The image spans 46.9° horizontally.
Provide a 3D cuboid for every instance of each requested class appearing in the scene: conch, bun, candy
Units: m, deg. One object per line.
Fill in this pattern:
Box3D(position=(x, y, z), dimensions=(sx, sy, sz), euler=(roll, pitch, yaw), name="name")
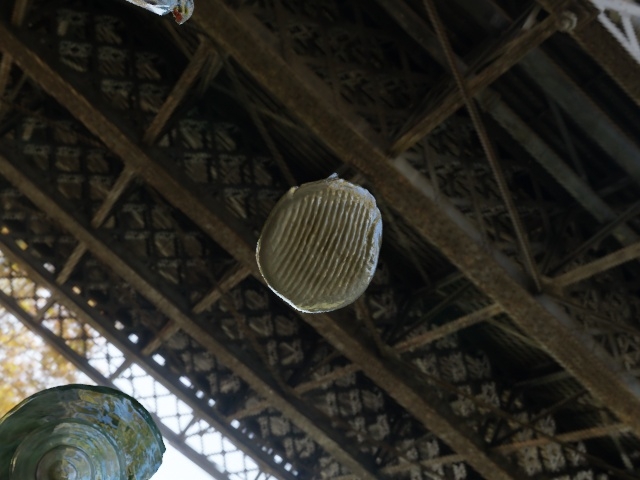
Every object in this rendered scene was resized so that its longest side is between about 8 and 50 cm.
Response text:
Box3D(position=(-0.311, 0.278, 0.921), dimensions=(0.220, 0.196, 0.277), euler=(10, -13, -6), name="conch")
Box3D(position=(0.000, 0.000, 0.958), dimensions=(0.167, 0.173, 0.113), euler=(51, -1, -16), name="bun")
Box3D(position=(-0.118, -0.159, 0.465), dimensions=(0.083, 0.030, 0.020), euler=(18, -17, -36), name="candy")
